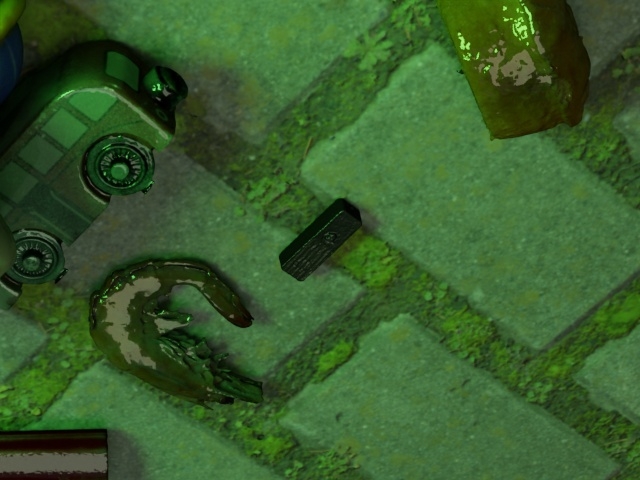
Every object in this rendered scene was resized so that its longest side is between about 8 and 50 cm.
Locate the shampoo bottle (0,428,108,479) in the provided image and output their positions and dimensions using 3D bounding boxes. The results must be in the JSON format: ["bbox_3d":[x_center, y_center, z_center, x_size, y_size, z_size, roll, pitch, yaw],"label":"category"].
[{"bbox_3d":[-0.391,0.276,1.967,0.260,0.064,0.102,1,127,-10],"label":"shampoo bottle"}]

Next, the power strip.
[{"bbox_3d":[0.000,0.000,1.855,0.038,0.029,0.111,33,114,-29],"label":"power strip"}]

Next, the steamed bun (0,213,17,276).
[{"bbox_3d":[-0.495,-0.026,1.512,0.342,0.255,0.368,-5,129,48],"label":"steamed bun"}]

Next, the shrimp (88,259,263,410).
[{"bbox_3d":[-0.155,0.106,1.895,0.253,0.058,0.173,25,110,-24],"label":"shrimp"}]

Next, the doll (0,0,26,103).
[{"bbox_3d":[-0.360,-0.241,1.527,0.311,0.159,0.243,-25,104,43],"label":"doll"}]

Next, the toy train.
[{"bbox_3d":[-0.278,-0.078,1.689,0.159,0.129,0.326,37,113,-24],"label":"toy train"}]

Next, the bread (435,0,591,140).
[{"bbox_3d":[0.206,-0.193,1.693,0.143,0.139,0.229,-20,126,14],"label":"bread"}]
